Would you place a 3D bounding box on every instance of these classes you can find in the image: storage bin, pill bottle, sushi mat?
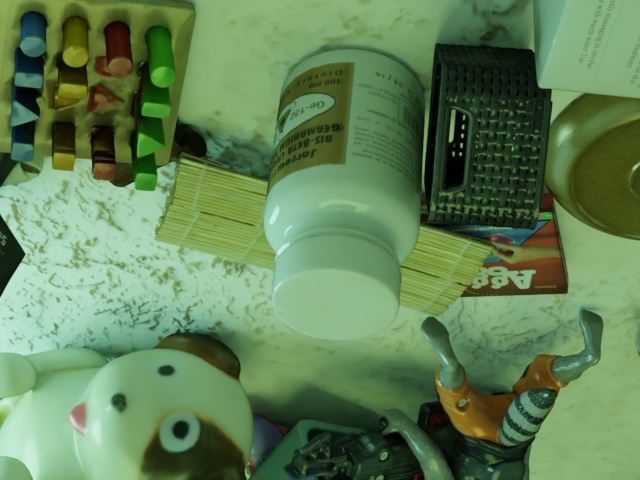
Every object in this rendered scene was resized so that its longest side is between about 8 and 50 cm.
[{"bbox_3d":[0.130,-0.087,1.009,0.084,0.180,0.122,4,105,1],"label":"storage bin"},{"bbox_3d":[0.020,-0.038,1.064,0.131,0.229,0.131,4,143,3],"label":"pill bottle"},{"bbox_3d":[0.000,0.000,1.241,0.317,0.019,0.151,16,145,-11],"label":"sushi mat"}]

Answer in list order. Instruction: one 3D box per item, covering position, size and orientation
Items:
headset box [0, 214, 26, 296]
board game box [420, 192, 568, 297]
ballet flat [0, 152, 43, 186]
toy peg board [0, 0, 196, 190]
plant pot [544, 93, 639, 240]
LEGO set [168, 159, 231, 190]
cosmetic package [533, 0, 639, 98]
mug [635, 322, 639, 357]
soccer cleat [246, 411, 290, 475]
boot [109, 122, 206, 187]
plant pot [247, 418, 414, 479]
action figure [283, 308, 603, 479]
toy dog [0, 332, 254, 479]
[{"bbox_3d":[-0.428,-0.033,1.165,0.293,0.110,0.218,13,148,23],"label":"headset box"},{"bbox_3d":[0.102,0.012,1.280,0.281,0.027,0.145,-3,146,17],"label":"board game box"},{"bbox_3d":[-0.279,-0.090,1.173,0.074,0.074,0.203,27,137,-27],"label":"ballet flat"},{"bbox_3d":[-0.193,-0.119,1.054,0.161,0.079,0.161,4,128,-16],"label":"toy peg board"},{"bbox_3d":[0.320,-0.066,1.155,0.236,0.032,0.236,3,145,2],"label":"plant pot"},{"bbox_3d":[-0.118,-0.052,1.247,0.083,0.023,0.054,-35,132,25],"label":"LEGO set"},{"bbox_3d":[0.346,-0.196,0.868,0.366,0.155,0.197,6,145,-2],"label":"cosmetic package"},{"bbox_3d":[0.411,0.160,1.362,0.113,0.150,0.169,-22,133,12],"label":"mug"},{"bbox_3d":[-0.036,0.284,1.652,0.095,0.083,0.248,-21,139,9],"label":"soccer cleat"},{"bbox_3d":[-0.181,-0.094,1.184,0.114,0.037,0.106,-14,138,32],"label":"boot"},{"bbox_3d":[0.016,0.404,1.575,0.247,0.247,0.252,17,134,-38],"label":"plant pot"},{"bbox_3d":[0.147,0.234,1.408,0.341,0.178,0.330,-11,132,-24],"label":"action figure"},{"bbox_3d":[-0.251,0.274,1.493,0.395,0.284,0.408,30,136,-30],"label":"toy dog"}]
